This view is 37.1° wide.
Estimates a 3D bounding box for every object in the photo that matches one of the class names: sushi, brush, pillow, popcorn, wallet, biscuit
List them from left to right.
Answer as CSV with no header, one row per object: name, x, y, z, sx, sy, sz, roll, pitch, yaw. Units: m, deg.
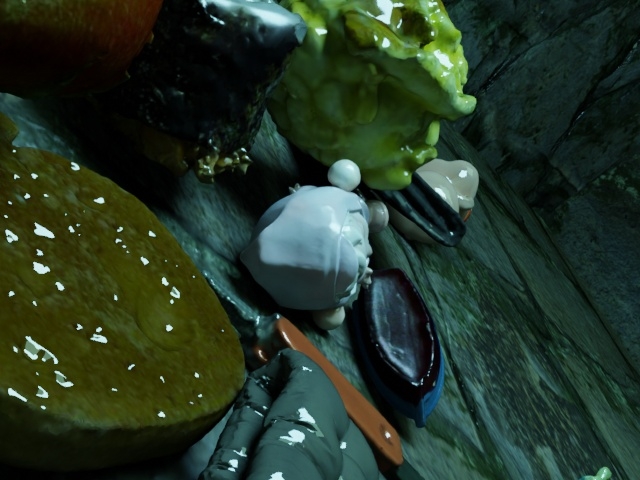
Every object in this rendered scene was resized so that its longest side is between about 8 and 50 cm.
biscuit,-0.201,0.022,0.676,0.314,0.063,0.367,51,16,19
sushi,-0.163,-0.205,1.039,0.235,0.207,0.348,16,14,-15
brush,-0.003,0.144,0.925,0.323,0.051,0.070,45,20,-14
pillow,-0.001,0.232,0.605,0.228,0.101,0.326,63,11,-14
wallet,0.069,-0.129,1.512,0.228,0.062,0.406,40,3,-27
popcorn,0.063,-0.205,1.178,0.293,0.237,0.293,11,33,-7

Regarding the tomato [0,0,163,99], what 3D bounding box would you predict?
tomato,-0.251,-0.216,0.627,0.303,0.304,0.238,-11,106,-71

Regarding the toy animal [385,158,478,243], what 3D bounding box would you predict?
toy animal,0.206,-0.078,1.760,0.171,0.171,0.198,49,24,-2

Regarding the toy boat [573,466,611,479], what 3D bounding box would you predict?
toy boat,0.296,0.363,1.142,0.108,0.099,0.293,50,24,4

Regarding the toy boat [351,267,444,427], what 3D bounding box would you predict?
toy boat,0.094,0.131,1.156,0.223,0.100,0.097,-103,-176,-47

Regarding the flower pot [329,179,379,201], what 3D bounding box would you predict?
flower pot,0.036,-0.039,1.350,0.111,0.089,0.111,44,17,-18

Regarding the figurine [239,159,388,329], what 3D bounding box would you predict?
figurine,0.000,0.000,1.107,0.133,0.200,0.276,9,12,10
